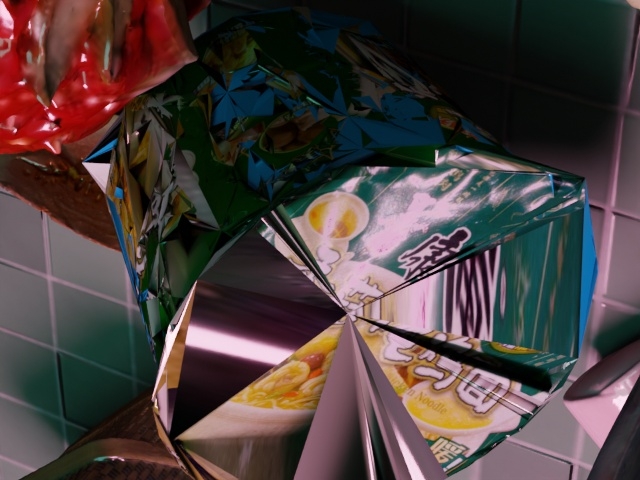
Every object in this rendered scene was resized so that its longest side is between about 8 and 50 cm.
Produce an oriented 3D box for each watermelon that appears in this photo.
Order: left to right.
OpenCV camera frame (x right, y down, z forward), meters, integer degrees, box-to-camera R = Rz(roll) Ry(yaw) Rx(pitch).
[{"bbox_3d":[-0.114,-0.037,1.185,0.163,0.087,0.069,26,102,14],"label":"watermelon"}]

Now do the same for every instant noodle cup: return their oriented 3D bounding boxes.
[{"bbox_3d":[0.000,0.000,1.012,0.178,0.240,0.240,-120,26,-47],"label":"instant noodle cup"}]

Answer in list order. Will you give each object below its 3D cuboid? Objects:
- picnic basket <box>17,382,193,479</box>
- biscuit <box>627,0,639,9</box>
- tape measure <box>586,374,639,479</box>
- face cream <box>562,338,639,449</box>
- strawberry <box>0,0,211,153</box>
[{"bbox_3d":[-0.088,0.233,1.314,0.266,0.139,0.165,48,134,-7],"label":"picnic basket"},{"bbox_3d":[0.191,-0.171,0.901,0.309,0.040,0.204,21,132,18],"label":"biscuit"},{"bbox_3d":[0.228,0.102,0.924,0.147,0.256,0.275,30,144,1],"label":"tape measure"},{"bbox_3d":[0.225,0.140,1.098,0.198,0.057,0.084,48,126,-7],"label":"face cream"},{"bbox_3d":[-0.227,-0.153,0.995,0.343,0.292,0.292,-17,112,39],"label":"strawberry"}]
